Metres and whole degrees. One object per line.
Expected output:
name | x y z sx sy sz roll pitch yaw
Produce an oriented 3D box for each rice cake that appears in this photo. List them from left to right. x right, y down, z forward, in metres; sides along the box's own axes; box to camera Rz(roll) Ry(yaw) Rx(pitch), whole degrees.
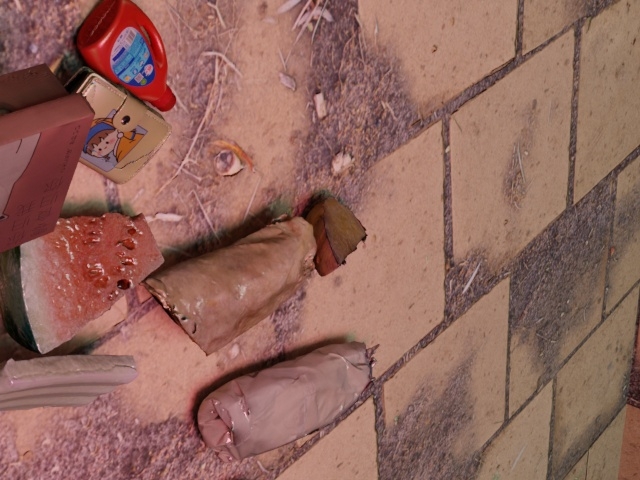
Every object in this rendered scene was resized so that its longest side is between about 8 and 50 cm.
rice cake | -0.343 0.178 1.228 0.127 0.043 0.237 -29 161 22

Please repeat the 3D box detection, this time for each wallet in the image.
wallet | -0.260 -0.135 1.204 0.110 0.039 0.155 -44 146 9

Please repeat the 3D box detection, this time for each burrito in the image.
burrito | -0.129 0.076 1.455 0.347 0.107 0.175 -26 134 -47
burrito | -0.031 0.260 1.691 0.445 0.101 0.139 -15 107 -48

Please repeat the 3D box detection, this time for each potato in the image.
potato | 0.000 0.000 1.599 0.100 0.089 0.172 55 26 -8

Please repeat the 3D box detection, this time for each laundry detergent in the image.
laundry detergent | -0.225 -0.219 1.225 0.097 0.049 0.165 -57 146 -11

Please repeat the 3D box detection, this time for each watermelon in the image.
watermelon | -0.293 0.027 1.253 0.241 0.094 0.154 -22 115 -46

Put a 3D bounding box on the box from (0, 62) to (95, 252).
box | -0.359 -0.064 1.022 0.215 0.086 0.215 -28 162 -40
